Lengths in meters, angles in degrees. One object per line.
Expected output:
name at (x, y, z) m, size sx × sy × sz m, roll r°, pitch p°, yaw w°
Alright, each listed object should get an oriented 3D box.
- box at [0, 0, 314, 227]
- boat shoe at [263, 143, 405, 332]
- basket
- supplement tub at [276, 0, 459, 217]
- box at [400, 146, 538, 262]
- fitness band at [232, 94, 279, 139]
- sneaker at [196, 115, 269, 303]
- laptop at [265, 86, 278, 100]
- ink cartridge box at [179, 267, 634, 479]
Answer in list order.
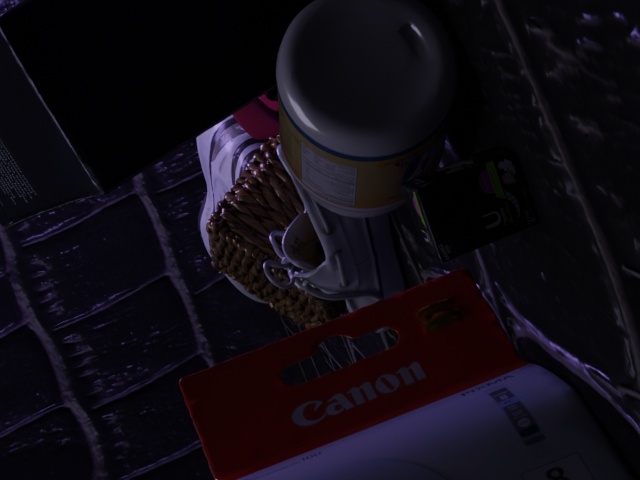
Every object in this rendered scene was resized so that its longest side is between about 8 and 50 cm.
box at (-0.182, -0.172, 1.419) m, size 0.183 × 0.296 × 0.294 m, roll 60°, pitch 153°, yaw -11°
boat shoe at (0.003, 0.005, 1.787) m, size 0.367 × 0.156 × 0.136 m, roll 79°, pitch 167°, yaw -54°
basket at (-0.010, -0.022, 2.065) m, size 0.213 × 0.223 × 0.299 m, roll 34°, pitch 168°, yaw 5°
supplement tub at (0.037, -0.108, 1.259) m, size 0.200 × 0.144 × 0.144 m, roll 90°, pitch 157°, yaw -72°
box at (0.114, -0.028, 1.166) m, size 0.052 × 0.083 × 0.062 m, roll -143°, pitch 32°, yaw -76°
fitness band at (-0.097, -0.261, 1.855) m, size 0.209 × 0.054 × 0.291 m, roll 50°, pitch -156°, yaw -53°
sneaker at (-0.089, 0.009, 2.421) m, size 0.447 × 0.169 × 0.257 m, roll 80°, pitch 168°, yaw -49°
laptop at (-0.031, -0.291, 1.731) m, size 0.264 × 0.136 × 0.234 m, roll 7°, pitch 123°, yaw 52°
ink cartridge box at (0.059, 0.171, 1.283) m, size 0.385 × 0.308 × 0.091 m, roll -118°, pitch 9°, yaw -46°
